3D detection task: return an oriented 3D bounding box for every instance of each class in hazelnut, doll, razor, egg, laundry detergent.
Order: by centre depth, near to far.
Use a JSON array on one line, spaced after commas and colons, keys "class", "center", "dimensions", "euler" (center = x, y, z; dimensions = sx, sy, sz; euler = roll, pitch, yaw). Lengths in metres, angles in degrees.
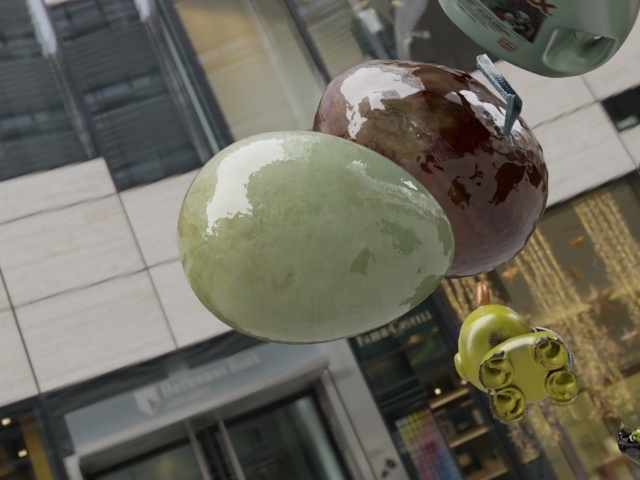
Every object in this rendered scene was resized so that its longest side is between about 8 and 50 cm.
[{"class": "egg", "center": [0.000, 0.000, 0.919], "dimensions": [0.295, 0.218, 0.218], "euler": [8, -30, -19]}, {"class": "doll", "center": [0.230, 0.133, 1.094], "dimensions": [0.135, 0.143, 0.221], "euler": [-23, 9, 6]}, {"class": "laundry detergent", "center": [0.306, -0.331, 1.123], "dimensions": [0.124, 0.264, 0.398], "euler": [-53, 6, -6]}, {"class": "razor", "center": [0.260, -0.222, 1.293], "dimensions": [0.033, 0.190, 0.066], "euler": [-4, -54, -5]}, {"class": "hazelnut", "center": [0.171, -0.124, 1.474], "dimensions": [0.353, 0.421, 0.421], "euler": [-39, -16, -10]}]

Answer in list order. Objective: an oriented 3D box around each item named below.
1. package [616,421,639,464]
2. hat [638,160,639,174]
[{"class": "package", "center": [0.338, 0.178, 0.655], "dimensions": [0.090, 0.226, 0.168], "euler": [8, -55, -40]}, {"class": "hat", "center": [0.601, -0.077, 1.254], "dimensions": [0.238, 0.336, 0.209], "euler": [9, -34, -6]}]
